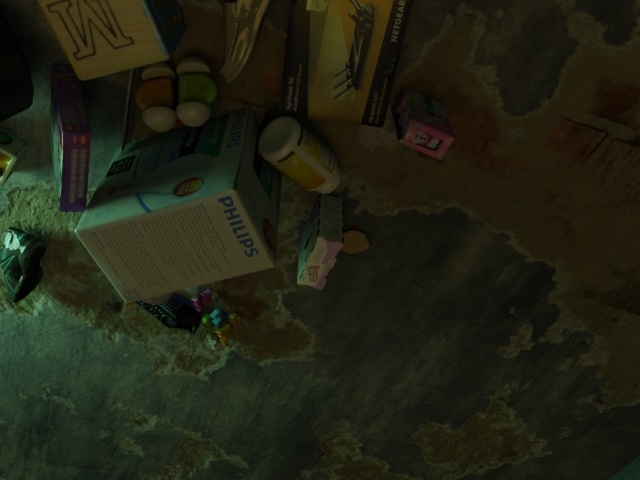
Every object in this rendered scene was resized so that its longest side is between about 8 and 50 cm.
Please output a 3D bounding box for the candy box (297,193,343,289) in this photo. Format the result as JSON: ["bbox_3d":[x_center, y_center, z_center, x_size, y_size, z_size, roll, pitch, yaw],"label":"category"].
[{"bbox_3d":[0.000,0.000,1.547,0.070,0.196,0.164,16,127,-11],"label":"candy box"}]

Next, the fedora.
[{"bbox_3d":[-0.711,-0.377,1.266,0.153,0.334,0.333,-23,133,-24],"label":"fedora"}]

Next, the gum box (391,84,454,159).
[{"bbox_3d":[0.225,-0.263,1.339,0.107,0.188,0.062,19,126,-14],"label":"gum box"}]

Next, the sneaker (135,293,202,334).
[{"bbox_3d":[-0.463,0.204,1.783,0.232,0.090,0.081,23,125,-17],"label":"sneaker"}]

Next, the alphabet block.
[{"bbox_3d":[-0.407,-0.459,1.199,0.197,0.192,0.193,-11,125,8],"label":"alphabet block"}]

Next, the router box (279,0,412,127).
[{"bbox_3d":[0.046,-0.411,1.294,0.243,0.081,0.308,6,128,-4],"label":"router box"}]

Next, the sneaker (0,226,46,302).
[{"bbox_3d":[-0.850,0.067,1.699,0.106,0.101,0.267,34,125,3],"label":"sneaker"}]

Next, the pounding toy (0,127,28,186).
[{"bbox_3d":[-0.800,-0.218,1.450,0.130,0.100,0.141,32,122,-22],"label":"pounding toy"}]

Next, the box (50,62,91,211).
[{"bbox_3d":[-0.553,-0.229,1.319,0.057,0.293,0.200,-2,133,-27],"label":"box"}]

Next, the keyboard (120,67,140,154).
[{"bbox_3d":[-0.437,-0.320,1.380,0.014,0.072,0.256,16,127,-8],"label":"keyboard"}]

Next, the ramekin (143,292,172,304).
[{"bbox_3d":[-0.447,0.057,1.602,0.109,0.207,0.207,-39,119,16],"label":"ramekin"}]

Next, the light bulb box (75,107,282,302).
[{"bbox_3d":[-0.298,-0.086,1.382,0.361,0.357,0.225,-14,128,11],"label":"light bulb box"}]

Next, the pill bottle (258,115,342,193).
[{"bbox_3d":[-0.040,-0.194,1.423,0.117,0.117,0.215,-29,142,22],"label":"pill bottle"}]

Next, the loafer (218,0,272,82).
[{"bbox_3d":[-0.165,-0.462,1.253,0.092,0.102,0.268,20,117,-13],"label":"loafer"}]

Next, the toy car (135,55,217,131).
[{"bbox_3d":[-0.313,-0.315,1.354,0.182,0.159,0.136,-7,162,6],"label":"toy car"}]

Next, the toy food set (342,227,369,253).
[{"bbox_3d":[0.090,0.002,1.658,0.083,0.020,0.082,-12,127,11],"label":"toy food set"}]

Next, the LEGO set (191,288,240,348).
[{"bbox_3d":[-0.300,0.236,1.820,0.087,0.093,0.227,19,139,26],"label":"LEGO set"}]
